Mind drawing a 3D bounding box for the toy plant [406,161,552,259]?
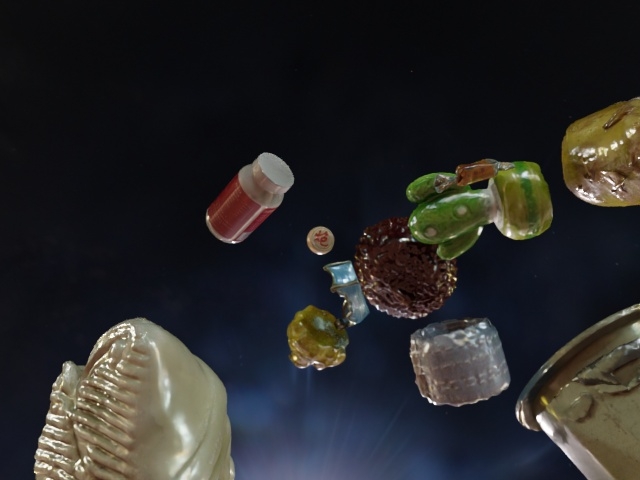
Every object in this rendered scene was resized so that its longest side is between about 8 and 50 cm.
[{"bbox_3d":[0.374,-0.071,1.029,0.315,0.184,0.224,-10,-72,12],"label":"toy plant"}]

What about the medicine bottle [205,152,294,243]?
[{"bbox_3d":[-0.184,-0.105,1.080,0.131,0.131,0.250,45,-56,-7],"label":"medicine bottle"}]

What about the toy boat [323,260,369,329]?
[{"bbox_3d":[0.045,0.114,0.802,0.077,0.075,0.185,-20,-39,3],"label":"toy boat"}]

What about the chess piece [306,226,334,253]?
[{"bbox_3d":[0.000,0.000,1.259,0.083,0.084,0.038,40,-24,-5],"label":"chess piece"}]

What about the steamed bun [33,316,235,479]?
[{"bbox_3d":[-0.251,0.303,0.622,0.309,0.219,0.324,-34,-122,22],"label":"steamed bun"}]

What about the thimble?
[{"bbox_3d":[0.333,0.286,1.027,0.205,0.236,0.172,-28,-105,61],"label":"thimble"}]

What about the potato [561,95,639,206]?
[{"bbox_3d":[0.661,-0.169,0.928,0.196,0.300,0.246,-40,-87,18],"label":"potato"}]

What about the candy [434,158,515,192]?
[{"bbox_3d":[0.331,-0.149,0.915,0.182,0.053,0.047,-18,-69,-3],"label":"candy"}]

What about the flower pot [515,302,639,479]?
[{"bbox_3d":[0.332,0.187,0.373,0.212,0.203,0.212,-12,-52,-16],"label":"flower pot"}]

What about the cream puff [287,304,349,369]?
[{"bbox_3d":[-0.016,0.219,0.898,0.146,0.146,0.116,34,-60,-2],"label":"cream puff"}]

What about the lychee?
[{"bbox_3d":[0.249,0.077,1.241,0.305,0.330,0.306,6,-56,9],"label":"lychee"}]
